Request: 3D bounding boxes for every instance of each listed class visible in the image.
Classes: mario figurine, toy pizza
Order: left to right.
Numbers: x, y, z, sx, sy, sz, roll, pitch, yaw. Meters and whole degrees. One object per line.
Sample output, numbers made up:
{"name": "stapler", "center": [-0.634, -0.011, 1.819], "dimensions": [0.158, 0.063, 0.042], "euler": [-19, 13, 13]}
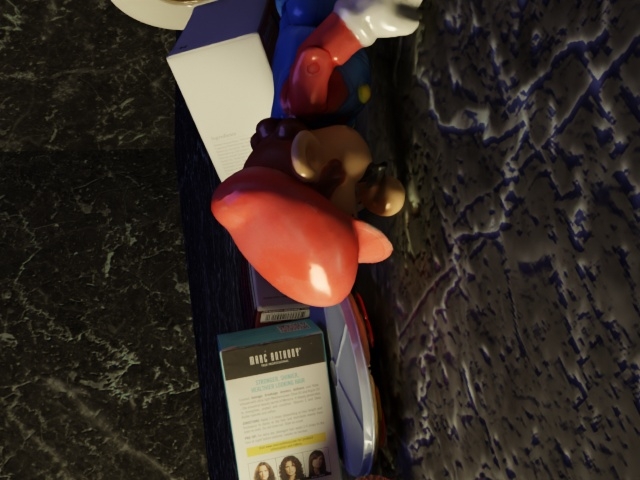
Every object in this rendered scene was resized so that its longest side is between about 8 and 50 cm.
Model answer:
{"name": "mario figurine", "center": [0.021, -0.103, 0.592], "dimensions": [0.198, 0.170, 0.320], "euler": [34, -123, -62]}
{"name": "toy pizza", "center": [0.028, 0.124, 0.694], "dimensions": [0.201, 0.032, 0.201], "euler": [172, 90, -78]}

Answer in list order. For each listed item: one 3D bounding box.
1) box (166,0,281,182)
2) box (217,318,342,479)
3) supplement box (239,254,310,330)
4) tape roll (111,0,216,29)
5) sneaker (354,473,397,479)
{"name": "box", "center": [-0.069, -0.147, 0.737], "dimensions": [0.130, 0.091, 0.170], "euler": [-84, -21, -52]}
{"name": "box", "center": [-0.036, 0.208, 0.721], "dimensions": [0.060, 0.100, 0.244], "euler": [-152, 54, -76]}
{"name": "supplement box", "center": [-0.061, 0.072, 0.931], "dimensions": [0.239, 0.073, 0.130], "euler": [107, 156, -61]}
{"name": "tape roll", "center": [-0.211, -0.461, 1.088], "dimensions": [0.246, 0.246, 0.169], "euler": [117, 146, -63]}
{"name": "sneaker", "center": [0.039, 0.277, 0.648], "dimensions": [0.185, 0.084, 0.069], "euler": [-51, 12, 35]}
